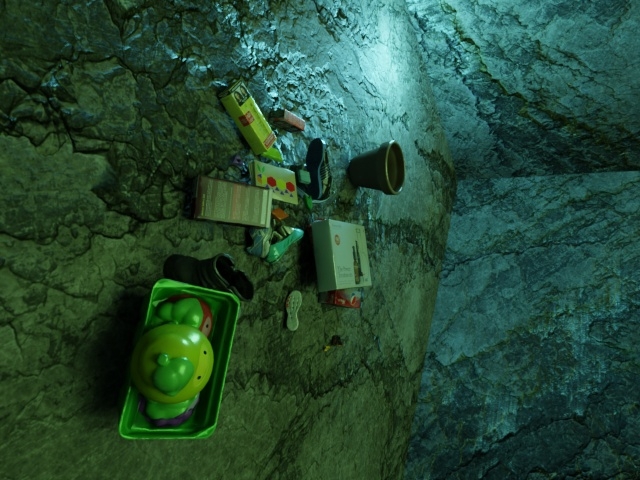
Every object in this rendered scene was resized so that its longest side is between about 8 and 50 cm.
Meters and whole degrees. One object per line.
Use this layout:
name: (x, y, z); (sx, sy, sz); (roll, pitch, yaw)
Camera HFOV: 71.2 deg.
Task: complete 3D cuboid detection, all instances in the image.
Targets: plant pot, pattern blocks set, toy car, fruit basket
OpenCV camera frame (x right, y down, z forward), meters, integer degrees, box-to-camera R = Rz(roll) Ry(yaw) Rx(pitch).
plant pot: (0.273, -0.354, 2.229); (0.263, 0.229, 0.263); (-4, 95, -60)
pattern blocks set: (-0.164, -0.199, 1.551); (0.324, 0.026, 0.286); (19, 56, -32)
toy car: (0.048, 0.479, 2.076); (0.122, 0.060, 0.041); (0, 136, -44)
fruit basket: (-0.330, 0.285, 1.064); (0.282, 0.392, 0.392); (20, 73, -38)

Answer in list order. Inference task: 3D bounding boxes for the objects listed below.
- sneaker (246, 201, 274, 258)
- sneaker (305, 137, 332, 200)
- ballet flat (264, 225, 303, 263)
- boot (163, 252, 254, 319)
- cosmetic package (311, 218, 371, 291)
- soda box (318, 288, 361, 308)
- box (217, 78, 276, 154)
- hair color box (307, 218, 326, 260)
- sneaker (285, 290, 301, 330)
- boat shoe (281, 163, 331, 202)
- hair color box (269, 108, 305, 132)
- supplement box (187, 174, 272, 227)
sneaker: (-0.204, -0.046, 1.546); (0.080, 0.081, 0.211); (154, -56, -81)
sneaker: (0.000, -0.268, 1.702); (0.090, 0.081, 0.232); (-9, 105, -56)
ballet flat: (-0.142, -0.007, 1.680); (0.087, 0.083, 0.247); (63, 36, -16)
boot: (-0.279, 0.161, 1.302); (0.338, 0.222, 0.118); (53, 46, -46)
cosmetic package: (0.099, 0.068, 1.940); (0.377, 0.097, 0.285); (5, 75, -62)
soda box: (0.094, 0.264, 2.074); (0.263, 0.092, 0.084); (23, 71, -58)
box: (-0.239, -0.406, 1.486); (0.232, 0.058, 0.087); (59, 39, -30)
hair color box: (0.000, 0.000, 1.945); (0.093, 0.053, 0.167); (-44, 129, -52)
sneaker: (-0.108, 0.279, 1.783); (0.065, 0.061, 0.158); (77, 21, -79)
boat shoe: (-0.026, -0.228, 1.827); (0.335, 0.119, 0.121); (13, 80, -59)
hair color box: (-0.125, -0.453, 1.700); (0.141, 0.071, 0.043); (12, 81, -58)
supplement box: (-0.271, -0.112, 1.361); (0.239, 0.073, 0.130); (8, 84, -32)
